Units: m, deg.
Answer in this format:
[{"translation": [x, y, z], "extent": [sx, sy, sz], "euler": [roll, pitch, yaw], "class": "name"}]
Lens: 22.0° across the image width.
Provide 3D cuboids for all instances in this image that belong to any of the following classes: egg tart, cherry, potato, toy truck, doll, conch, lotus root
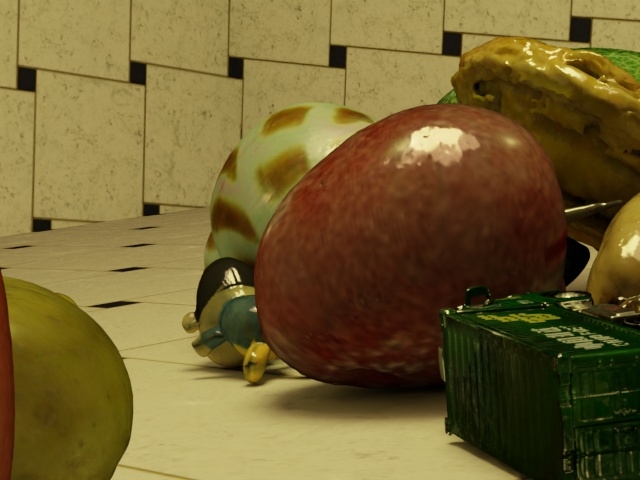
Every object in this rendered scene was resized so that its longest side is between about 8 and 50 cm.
[{"translation": [0.227, -0.063, 1.377], "extent": [0.294, 0.123, 0.294], "euler": [28, -3, 2], "class": "egg tart"}, {"translation": [0.086, 0.005, 1.240], "extent": [0.285, 0.213, 0.236], "euler": [-18, -38, 3], "class": "cherry"}, {"translation": [-0.192, 0.093, 0.844], "extent": [0.197, 0.149, 0.228], "euler": [7, 1, -23], "class": "potato"}, {"translation": [0.149, 0.083, 0.998], "extent": [0.121, 0.088, 0.259], "euler": [-6, 6, -14], "class": "toy truck"}, {"translation": [-0.063, 0.074, 1.404], "extent": [0.102, 0.089, 0.179], "euler": [-7, 28, -17], "class": "doll"}, {"translation": [0.000, 0.000, 1.537], "extent": [0.197, 0.249, 0.368], "euler": [-14, -18, -17], "class": "conch"}, {"translation": [0.276, 0.032, 1.196], "extent": [0.154, 0.140, 0.257], "euler": [30, 26, 17], "class": "lotus root"}]

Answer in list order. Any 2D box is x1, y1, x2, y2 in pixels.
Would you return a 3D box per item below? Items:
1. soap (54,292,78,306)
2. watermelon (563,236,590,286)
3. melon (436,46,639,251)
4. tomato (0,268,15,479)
[{"translation": [-0.328, 0.082, 1.756], "extent": [0.140, 0.045, 0.089], "euler": [-5, 7, -18], "class": "soap"}, {"translation": [0.160, -0.003, 1.657], "extent": [0.204, 0.127, 0.232], "euler": [35, 4, -33], "class": "watermelon"}, {"translation": [0.279, -0.087, 1.670], "extent": [0.343, 0.226, 0.331], "euler": [35, 53, 17], "class": "melon"}, {"translation": [-0.247, 0.064, 0.483], "extent": [0.321, 0.322, 0.321], "euler": [-5, 5, 0], "class": "tomato"}]
